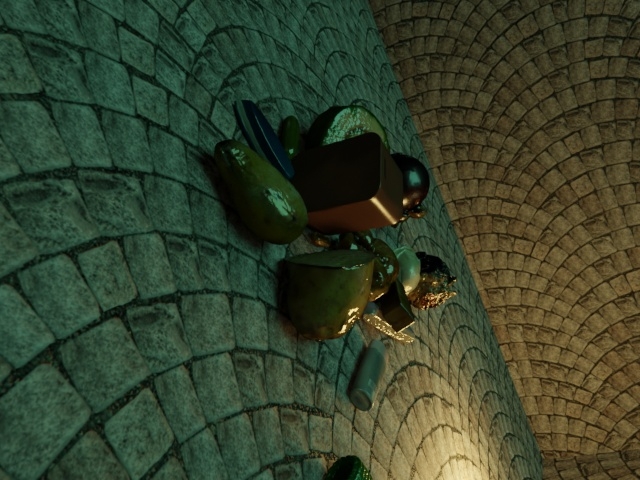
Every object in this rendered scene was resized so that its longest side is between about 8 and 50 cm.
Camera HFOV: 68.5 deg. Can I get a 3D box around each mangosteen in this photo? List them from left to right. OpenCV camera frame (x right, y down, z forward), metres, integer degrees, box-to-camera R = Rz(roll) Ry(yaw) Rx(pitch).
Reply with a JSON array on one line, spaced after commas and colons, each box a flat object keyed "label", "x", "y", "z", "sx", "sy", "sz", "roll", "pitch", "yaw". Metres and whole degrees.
[{"label": "mangosteen", "x": 0.347, "y": -0.223, "z": 2.147, "sx": 0.307, "sy": 0.306, "sz": 0.347, "roll": -29, "pitch": 114, "yaw": -63}]

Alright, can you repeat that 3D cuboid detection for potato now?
[{"label": "potato", "x": 0.029, "y": 0.164, "z": 1.379, "sx": 0.288, "sy": 0.301, "sz": 0.237, "roll": -8, "pitch": 99, "yaw": -29}]

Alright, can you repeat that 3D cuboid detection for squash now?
[{"label": "squash", "x": -0.108, "y": -0.375, "z": 1.666, "sx": 0.066, "sy": 0.066, "sz": 0.252, "roll": 43, "pitch": 36, "yaw": -40}]

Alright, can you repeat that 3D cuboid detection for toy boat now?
[{"label": "toy boat", "x": -0.179, "y": -0.318, "z": 1.499, "sx": 0.299, "sy": 0.061, "sz": 0.096, "roll": 60, "pitch": 29, "yaw": -17}]

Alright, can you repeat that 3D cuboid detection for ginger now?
[{"label": "ginger", "x": 0.172, "y": 0.072, "z": 1.781, "sx": 0.274, "sy": 0.152, "sz": 0.357, "roll": 49, "pitch": 27, "yaw": 4}]

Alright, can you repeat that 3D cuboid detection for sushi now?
[{"label": "sushi", "x": 0.494, "y": 0.197, "z": 2.181, "sx": 0.225, "sy": 0.238, "sz": 0.219, "roll": 36, "pitch": 43, "yaw": -23}]

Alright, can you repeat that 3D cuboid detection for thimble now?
[{"label": "thimble", "x": 0.072, "y": 0.634, "z": 1.221, "sx": 0.090, "sy": 0.118, "sz": 0.130, "roll": 59, "pitch": 10, "yaw": -9}]

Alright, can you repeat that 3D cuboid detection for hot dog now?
[{"label": "hot dog", "x": 0.000, "y": 0.000, "z": 1.633, "sx": 0.122, "sy": 0.037, "sz": 0.049, "roll": 28, "pitch": 35, "yaw": -59}]

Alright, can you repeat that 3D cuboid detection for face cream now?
[{"label": "face cream", "x": 0.170, "y": 0.448, "z": 1.576, "sx": 0.107, "sy": 0.073, "sz": 0.269, "roll": 66, "pitch": 27, "yaw": -15}]

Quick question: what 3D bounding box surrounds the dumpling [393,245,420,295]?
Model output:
[{"label": "dumpling", "x": 0.342, "y": 0.133, "z": 2.041, "sx": 0.193, "sy": 0.147, "sz": 0.258, "roll": 44, "pitch": 66, "yaw": -24}]

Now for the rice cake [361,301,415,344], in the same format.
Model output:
[{"label": "rice cake", "x": 0.271, "y": 0.327, "z": 1.856, "sx": 0.399, "sy": 0.064, "sz": 0.070, "roll": 36, "pitch": 32, "yaw": -46}]

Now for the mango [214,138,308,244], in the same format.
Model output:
[{"label": "mango", "x": -0.170, "y": -0.130, "z": 1.292, "sx": 0.329, "sy": 0.175, "sz": 0.176, "roll": 48, "pitch": -11, "yaw": -5}]

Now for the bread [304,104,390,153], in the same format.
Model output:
[{"label": "bread", "x": 0.109, "y": -0.333, "z": 1.821, "sx": 0.381, "sy": 0.129, "sz": 0.366, "roll": -13, "pitch": 105, "yaw": -39}]

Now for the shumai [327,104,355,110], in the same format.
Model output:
[{"label": "shumai", "x": 0.101, "y": -0.446, "z": 2.024, "sx": 0.256, "sy": 0.189, "sz": 0.218, "roll": 39, "pitch": 55, "yaw": -68}]

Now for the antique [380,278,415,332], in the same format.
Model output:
[{"label": "antique", "x": 0.292, "y": 0.237, "z": 1.838, "sx": 0.093, "sy": 0.087, "sz": 0.310, "roll": 50, "pitch": 13, "yaw": -11}]

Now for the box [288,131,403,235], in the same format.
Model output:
[{"label": "box", "x": 0.088, "y": -0.170, "z": 1.567, "sx": 0.229, "sy": 0.339, "sz": 0.240, "roll": 35, "pitch": 52, "yaw": -53}]
